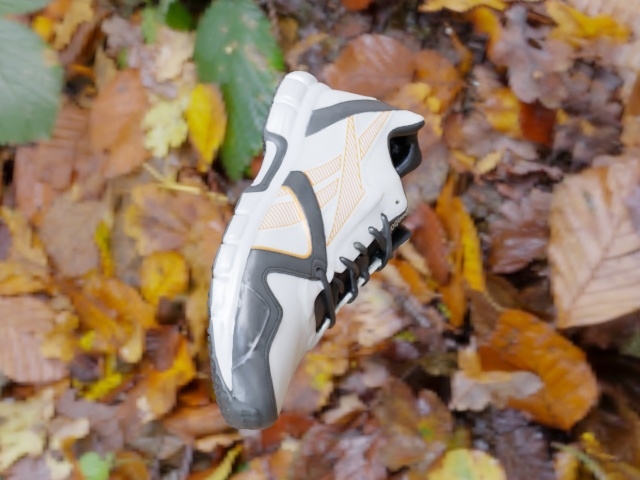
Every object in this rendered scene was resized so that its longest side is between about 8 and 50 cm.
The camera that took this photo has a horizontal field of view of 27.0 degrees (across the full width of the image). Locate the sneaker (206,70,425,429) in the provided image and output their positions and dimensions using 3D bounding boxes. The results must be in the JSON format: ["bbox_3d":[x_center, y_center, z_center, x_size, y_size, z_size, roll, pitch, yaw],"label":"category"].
[{"bbox_3d":[0.000,0.000,0.339,0.044,0.040,0.109,11,55,7],"label":"sneaker"}]
